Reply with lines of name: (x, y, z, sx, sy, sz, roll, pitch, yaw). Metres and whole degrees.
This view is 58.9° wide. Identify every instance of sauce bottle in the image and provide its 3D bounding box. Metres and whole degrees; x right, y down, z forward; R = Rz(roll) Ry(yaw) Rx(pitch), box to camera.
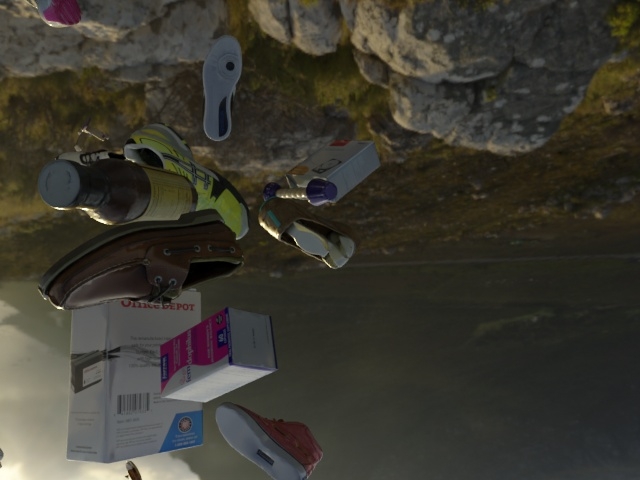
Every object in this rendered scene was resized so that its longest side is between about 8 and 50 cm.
sauce bottle: (-0.326, -0.080, 0.949, 0.111, 0.112, 0.344, -10, 177, 14)

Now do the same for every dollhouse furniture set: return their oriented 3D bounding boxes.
dollhouse furniture set: (-0.720, -0.303, 1.771, 0.081, 0.115, 0.091, 31, 144, -32)

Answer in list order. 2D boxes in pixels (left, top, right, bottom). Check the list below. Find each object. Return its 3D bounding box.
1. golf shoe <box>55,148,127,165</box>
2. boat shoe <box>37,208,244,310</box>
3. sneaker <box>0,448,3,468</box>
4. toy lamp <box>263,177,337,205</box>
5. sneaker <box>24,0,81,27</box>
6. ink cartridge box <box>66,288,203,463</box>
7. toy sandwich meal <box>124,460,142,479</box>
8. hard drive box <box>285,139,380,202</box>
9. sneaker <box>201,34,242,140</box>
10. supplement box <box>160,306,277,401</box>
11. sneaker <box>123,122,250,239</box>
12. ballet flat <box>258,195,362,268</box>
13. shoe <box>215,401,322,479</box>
golf shoe: (-0.651, -0.233, 1.622, 0.198, 0.077, 0.093, -4, 159, -44)
boat shoe: (-0.230, 0.037, 0.803, 0.307, 0.104, 0.111, -26, 163, -46)
sneaker: (-0.561, 0.246, 0.842, 0.130, 0.323, 0.236, -30, 114, 12)
toy lamp: (-0.057, -0.138, 1.615, 0.080, 0.080, 0.274, 12, 177, -40)
sneaker: (-0.561, -0.507, 1.152, 0.111, 0.252, 0.103, -16, 139, -7)
ink cartridge box: (-0.446, 0.315, 1.393, 0.166, 0.396, 0.285, -12, 165, 34)
toy sandwich meal: (-0.522, 0.650, 1.566, 0.029, 0.086, 0.085, -26, 178, -38)
hard drive box: (0.040, -0.216, 1.728, 0.181, 0.089, 0.232, 10, -140, 43)
sneaker: (-0.226, -0.330, 1.231, 0.079, 0.217, 0.121, 7, -168, -19)
supplement box: (-0.201, 0.225, 1.092, 0.220, 0.111, 0.113, -32, 145, 33)
sneaker: (-0.347, -0.132, 1.450, 0.145, 0.384, 0.147, -49, 179, 32)
ballet flat: (0.000, 0.000, 1.350, 0.116, 0.124, 0.342, -48, 136, 13)
shoe: (-0.081, 0.311, 0.903, 0.081, 0.178, 0.064, -26, 147, -59)
